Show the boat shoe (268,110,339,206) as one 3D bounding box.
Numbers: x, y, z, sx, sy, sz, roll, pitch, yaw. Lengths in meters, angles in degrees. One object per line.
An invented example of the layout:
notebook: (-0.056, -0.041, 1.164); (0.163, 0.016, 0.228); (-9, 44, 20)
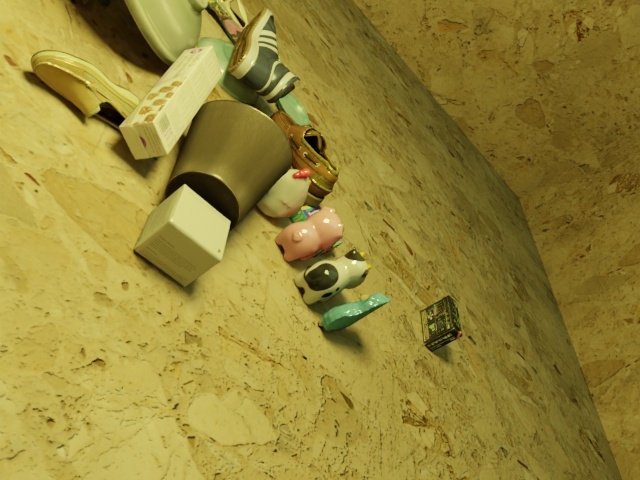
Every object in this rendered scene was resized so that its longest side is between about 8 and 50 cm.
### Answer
boat shoe: (-0.033, -0.212, 1.411); (0.111, 0.104, 0.307); (18, 35, -43)

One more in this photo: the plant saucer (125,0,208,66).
plant saucer: (-0.302, -0.545, 1.190); (0.400, 0.101, 0.400); (-14, 90, -83)

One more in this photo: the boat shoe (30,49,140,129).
boat shoe: (-0.361, -0.226, 0.963); (0.190, 0.068, 0.072); (23, 53, -48)

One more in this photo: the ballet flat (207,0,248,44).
ballet flat: (-0.244, -0.598, 1.559); (0.221, 0.079, 0.077); (51, 27, -10)

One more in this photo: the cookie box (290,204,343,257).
cookie box: (-0.010, -0.024, 1.342); (0.107, 0.040, 0.092); (58, 27, 6)

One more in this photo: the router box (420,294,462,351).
router box: (0.302, 0.208, 1.544); (0.038, 0.092, 0.122); (43, 30, -26)

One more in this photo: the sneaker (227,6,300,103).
sneaker: (-0.123, -0.435, 1.467); (0.153, 0.099, 0.282); (36, 39, -25)

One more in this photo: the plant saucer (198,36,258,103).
plant saucer: (-0.206, -0.416, 1.465); (0.195, 0.037, 0.194); (39, 30, -29)

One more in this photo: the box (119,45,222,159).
box: (-0.254, -0.252, 1.087); (0.323, 0.063, 0.067); (-77, 157, -50)

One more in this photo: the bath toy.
bath toy: (0.000, 0.000, 1.224); (0.151, 0.129, 0.348); (-15, 72, -56)

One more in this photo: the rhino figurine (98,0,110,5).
rhino figurine: (-0.426, -0.490, 1.099); (0.073, 0.106, 0.243); (56, 26, 0)

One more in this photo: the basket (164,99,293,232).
basket: (-0.169, -0.122, 1.069); (0.205, 0.154, 0.226); (29, 37, -7)

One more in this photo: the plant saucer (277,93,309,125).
plant saucer: (-0.076, -0.341, 1.613); (0.119, 0.021, 0.119); (41, 30, -30)

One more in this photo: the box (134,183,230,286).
box: (-0.208, -0.008, 0.938); (0.101, 0.087, 0.101); (42, 30, -27)
